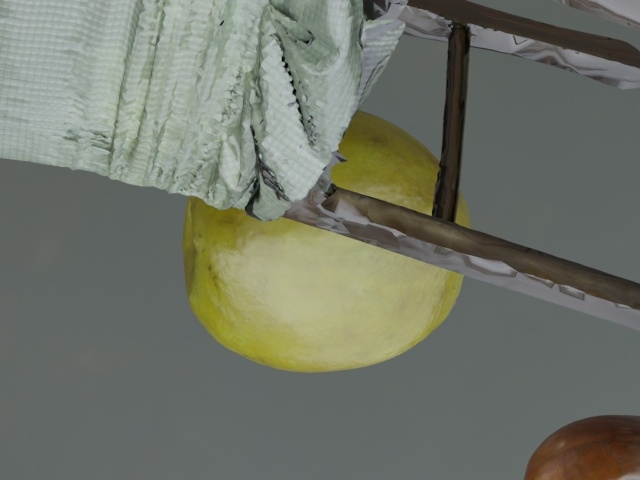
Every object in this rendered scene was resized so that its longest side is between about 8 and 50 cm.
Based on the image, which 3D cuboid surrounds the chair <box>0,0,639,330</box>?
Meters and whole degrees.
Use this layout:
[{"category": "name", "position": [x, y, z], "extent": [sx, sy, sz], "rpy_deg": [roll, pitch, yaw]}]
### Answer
[{"category": "chair", "position": [-0.019, -0.097, 0.611], "extent": [0.319, 0.186, 0.160], "rpy_deg": [14, 134, -5]}]

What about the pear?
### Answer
[{"category": "pear", "position": [0.000, 0.000, 1.030], "extent": [0.162, 0.149, 0.149], "rpy_deg": [3, 138, -20]}]

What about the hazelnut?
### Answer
[{"category": "hazelnut", "position": [0.243, 0.193, 1.465], "extent": [0.150, 0.150, 0.150], "rpy_deg": [-10, 142, -8]}]
